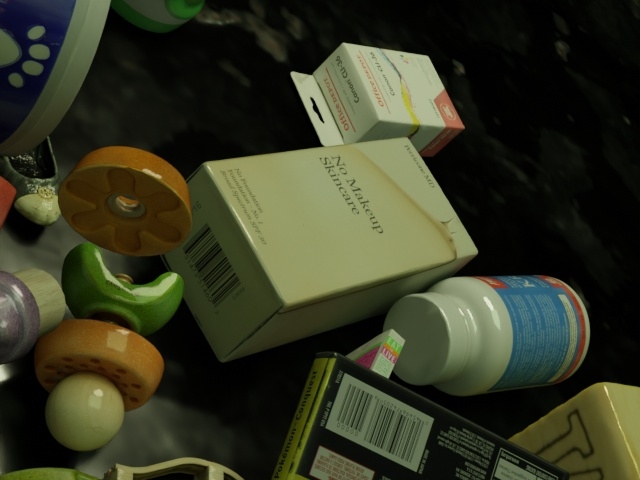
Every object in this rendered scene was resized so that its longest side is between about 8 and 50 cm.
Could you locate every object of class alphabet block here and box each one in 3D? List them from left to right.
[{"bbox_3d":[0.293,0.274,1.187,0.192,0.193,0.197,14,49,-39],"label":"alphabet block"}]

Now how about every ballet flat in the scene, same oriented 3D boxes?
[{"bbox_3d":[-0.260,-0.089,1.078,0.057,0.049,0.173,6,53,-42],"label":"ballet flat"}]

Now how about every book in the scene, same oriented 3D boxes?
[{"bbox_3d":[0.022,0.149,1.107,0.035,0.096,0.144,42,38,-7],"label":"book"}]

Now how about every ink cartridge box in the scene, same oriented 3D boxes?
[{"bbox_3d":[0.069,-0.167,1.460,0.198,0.067,0.115,-2,59,-45],"label":"ink cartridge box"}]

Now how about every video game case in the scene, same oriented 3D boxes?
[{"bbox_3d":[0.069,0.259,1.011,0.274,0.035,0.248,29,70,-25],"label":"video game case"}]

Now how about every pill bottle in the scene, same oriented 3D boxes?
[{"bbox_3d":[0.172,0.098,1.279,0.221,0.124,0.124,1,57,-45],"label":"pill bottle"}]

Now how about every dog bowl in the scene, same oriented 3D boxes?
[{"bbox_3d":[-0.272,-0.206,0.994,0.104,0.265,0.265,12,50,-36],"label":"dog bowl"}]

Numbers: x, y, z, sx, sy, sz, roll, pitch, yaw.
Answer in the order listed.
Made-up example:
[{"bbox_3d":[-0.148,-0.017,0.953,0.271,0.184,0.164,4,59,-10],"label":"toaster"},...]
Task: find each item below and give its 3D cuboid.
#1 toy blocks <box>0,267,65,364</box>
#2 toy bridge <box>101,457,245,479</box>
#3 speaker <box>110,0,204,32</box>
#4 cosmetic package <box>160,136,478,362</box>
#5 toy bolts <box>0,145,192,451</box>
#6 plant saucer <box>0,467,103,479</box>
[{"bbox_3d":[-0.337,0.037,0.640,0.289,0.309,0.260,50,19,4],"label":"toy blocks"},{"bbox_3d":[-0.091,0.213,0.997,0.188,0.026,0.063,23,42,-29],"label":"toy bridge"},{"bbox_3d":[-0.111,-0.348,1.251,0.131,0.296,0.131,26,42,-26],"label":"speaker"},{"bbox_3d":[0.000,0.000,1.208,0.309,0.113,0.160,-14,68,-49],"label":"cosmetic package"},{"bbox_3d":[-0.215,0.039,0.906,0.228,0.218,0.159,18,50,-9],"label":"toy bolts"},{"bbox_3d":[-0.121,0.236,0.850,0.188,0.045,0.188,31,15,-35],"label":"plant saucer"}]
